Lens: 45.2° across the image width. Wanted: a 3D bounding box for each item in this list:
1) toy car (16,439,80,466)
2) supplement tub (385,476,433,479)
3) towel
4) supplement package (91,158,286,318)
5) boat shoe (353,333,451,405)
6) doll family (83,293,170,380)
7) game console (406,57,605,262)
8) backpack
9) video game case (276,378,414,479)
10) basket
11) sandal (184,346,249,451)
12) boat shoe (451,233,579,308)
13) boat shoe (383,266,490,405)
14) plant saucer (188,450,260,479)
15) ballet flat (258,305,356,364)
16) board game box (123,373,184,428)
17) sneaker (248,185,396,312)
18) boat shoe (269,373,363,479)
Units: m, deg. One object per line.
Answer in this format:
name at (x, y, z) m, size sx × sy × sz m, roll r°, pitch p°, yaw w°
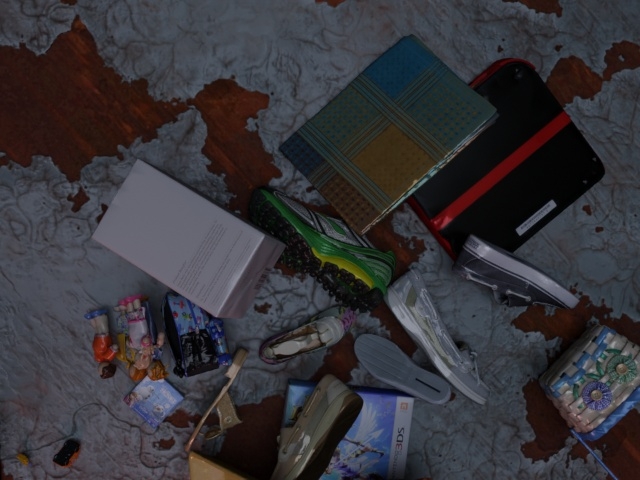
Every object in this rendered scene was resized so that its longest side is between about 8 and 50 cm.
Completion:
toy car at (-0.554, 0.440, 1.585) m, size 0.122 × 0.060 × 0.040 m, roll 4°, pitch 137°, yaw 10°
supplement tub at (0.099, 0.589, 1.508) m, size 0.316 × 0.193 × 0.193 m, roll -29°, pitch 96°, yaw 22°
towel at (0.134, -0.219, 1.565) m, size 0.370 × 0.040 × 0.271 m, roll -42°, pitch 72°, yaw 0°
supplement package at (-0.246, 0.000, 1.474) m, size 0.293 × 0.175 × 0.177 m, roll 31°, pitch 90°, yaw 12°
boat shoe at (0.166, 0.281, 1.613) m, size 0.226 × 0.076 × 0.083 m, roll 35°, pitch 73°, yaw 19°
doll family at (-0.356, 0.199, 1.511) m, size 0.118 × 0.263 × 0.163 m, roll -9°, pitch 82°, yaw -40°
game console at (0.369, -0.157, 1.631) m, size 0.386 × 0.060 × 0.342 m, roll -39°, pitch 102°, yaw -2°
backpack at (-0.254, 0.180, 1.538) m, size 0.117 × 0.158 × 0.173 m, roll -15°, pitch 83°, yaw -13°
video game case at (0.049, 0.429, 1.623) m, size 0.270 × 0.061 × 0.244 m, roll 7°, pitch 91°, yaw -6°
basket at (0.621, 0.338, 1.603) m, size 0.289 × 0.201 × 0.255 m, roll 42°, pitch 88°, yaw 3°
sandal at (-0.189, 0.343, 1.581) m, size 0.079 × 0.088 × 0.240 m, roll 28°, pitch 85°, yaw -1°
boat shoe at (0.405, 0.092, 1.602) m, size 0.301 × 0.108 × 0.102 m, roll 25°, pitch 103°, yaw -25°
boat shoe at (0.256, 0.205, 1.606) m, size 0.103 × 0.118 × 0.320 m, roll -39°, pitch 89°, yaw 2°
plant saucer at (-0.132, 0.594, 1.496) m, size 0.081 × 0.333 × 0.332 m, roll -9°, pitch 97°, yaw -38°
ballet flat at (-0.023, 0.203, 1.593) m, size 0.222 × 0.079 × 0.077 m, roll -22°, pitch 94°, yaw -4°
board game box at (-0.346, 0.328, 1.598) m, size 0.090 × 0.020 × 0.090 m, roll 43°, pitch 87°, yaw -6°
sneaker at (0.000, 0.000, 1.580) m, size 0.343 × 0.134 × 0.146 m, roll 37°, pitch 53°, yaw 0°
boat shoe at (-0.033, 0.408, 1.542) m, size 0.098 × 0.109 × 0.302 m, roll 38°, pitch 101°, yaw 31°
